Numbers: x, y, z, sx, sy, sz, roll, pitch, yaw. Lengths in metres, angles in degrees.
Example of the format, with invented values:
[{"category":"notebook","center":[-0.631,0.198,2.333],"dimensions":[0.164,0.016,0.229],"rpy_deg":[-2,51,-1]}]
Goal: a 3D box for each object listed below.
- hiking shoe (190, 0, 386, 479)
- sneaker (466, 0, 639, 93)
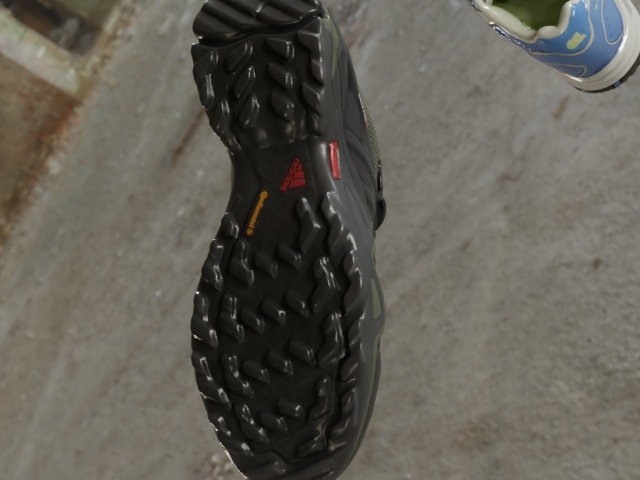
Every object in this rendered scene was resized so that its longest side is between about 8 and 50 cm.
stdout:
[{"category":"hiking shoe","center":[0.000,0.000,0.552],"dimensions":[0.086,0.114,0.226],"rpy_deg":[-3,85,23]},{"category":"sneaker","center":[0.114,-0.180,0.750],"dimensions":[0.080,0.081,0.211],"rpy_deg":[-51,59,19]}]
